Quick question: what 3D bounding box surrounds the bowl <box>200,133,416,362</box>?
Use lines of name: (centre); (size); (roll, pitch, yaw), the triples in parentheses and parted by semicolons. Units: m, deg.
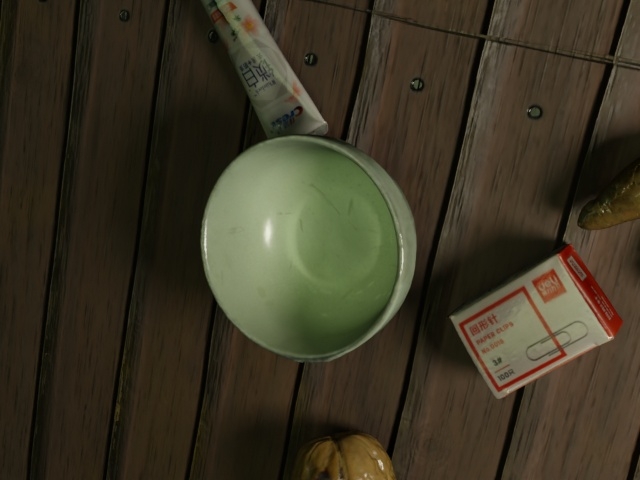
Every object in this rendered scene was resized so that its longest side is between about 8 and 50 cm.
bowl: (0.000, 0.000, 1.324); (0.307, 0.163, 0.307); (6, 103, 26)

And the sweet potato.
sweet potato: (0.463, -0.054, 1.120); (0.310, 0.098, 0.124); (10, 81, 29)

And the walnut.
walnut: (0.036, 0.373, 1.396); (0.155, 0.155, 0.184); (-4, 94, 27)

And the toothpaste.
toothpaste: (-0.101, -0.279, 1.377); (0.100, 0.066, 0.323); (-27, 93, 29)

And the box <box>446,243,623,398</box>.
box: (0.278, 0.106, 1.244); (0.182, 0.099, 0.133); (-33, 83, 27)
